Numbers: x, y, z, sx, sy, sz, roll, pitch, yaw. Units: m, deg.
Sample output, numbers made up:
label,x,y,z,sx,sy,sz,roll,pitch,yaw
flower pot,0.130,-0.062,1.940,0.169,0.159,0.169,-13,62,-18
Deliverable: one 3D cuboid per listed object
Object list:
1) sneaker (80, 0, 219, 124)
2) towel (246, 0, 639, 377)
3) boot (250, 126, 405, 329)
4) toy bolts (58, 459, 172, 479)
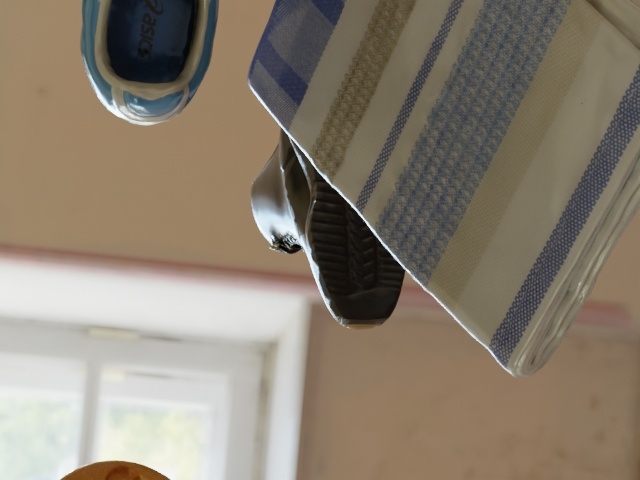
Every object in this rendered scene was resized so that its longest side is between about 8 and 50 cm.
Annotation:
label,x,y,z,sx,sy,sz,roll,pitch,yaw
sneaker,-0.091,-0.183,0.983,0.086,0.085,0.237,-170,80,-70
towel,0.071,-0.090,0.930,0.285,0.034,0.209,48,126,37
boot,0.000,0.000,1.310,0.137,0.077,0.198,125,144,-51
toy bolts,-0.119,0.164,0.777,0.158,0.228,0.218,-40,32,50
